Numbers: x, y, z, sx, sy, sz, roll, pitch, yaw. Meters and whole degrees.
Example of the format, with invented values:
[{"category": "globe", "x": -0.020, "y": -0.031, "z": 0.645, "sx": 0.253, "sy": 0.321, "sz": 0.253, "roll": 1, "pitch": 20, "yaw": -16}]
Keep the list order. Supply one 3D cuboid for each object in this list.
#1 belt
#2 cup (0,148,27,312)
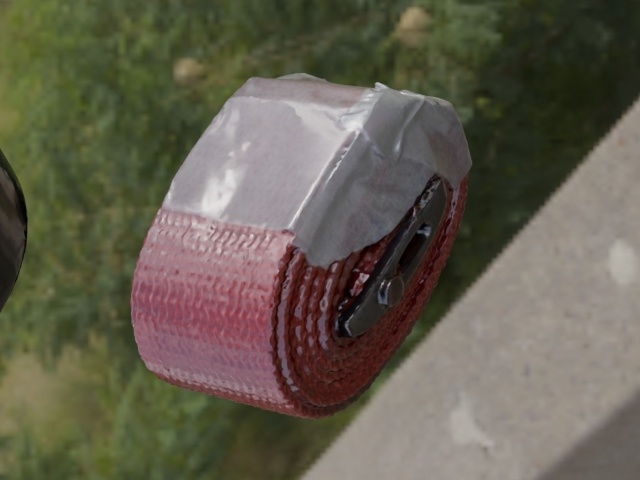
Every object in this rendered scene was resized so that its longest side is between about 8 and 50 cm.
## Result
[{"category": "belt", "x": 0.000, "y": 0.000, "z": 0.957, "sx": 0.124, "sy": 0.201, "sz": 0.128, "roll": 11, "pitch": 148, "yaw": 36}, {"category": "cup", "x": -0.214, "y": -0.055, "z": 0.598, "sx": 0.239, "sy": 0.166, "sz": 0.177, "roll": 47, "pitch": 173, "yaw": 44}]
